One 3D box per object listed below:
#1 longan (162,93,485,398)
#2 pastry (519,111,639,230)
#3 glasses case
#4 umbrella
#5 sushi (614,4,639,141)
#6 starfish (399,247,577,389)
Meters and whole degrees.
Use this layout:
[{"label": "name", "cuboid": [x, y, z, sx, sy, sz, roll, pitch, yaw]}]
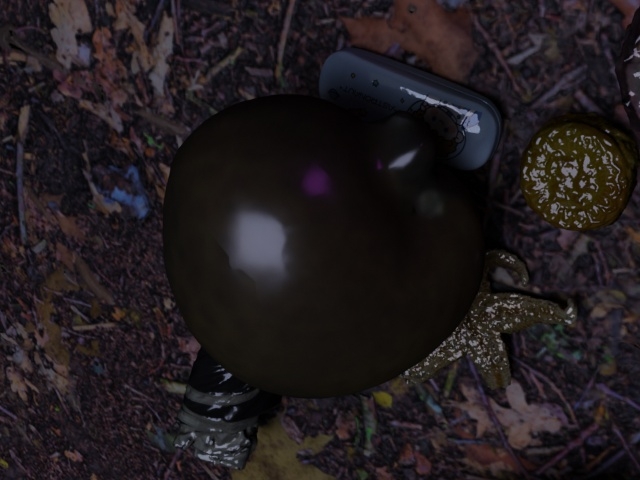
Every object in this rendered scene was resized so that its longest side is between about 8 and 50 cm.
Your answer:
[{"label": "longan", "cuboid": [0.000, 0.000, 0.828, 0.300, 0.243, 0.300, -7, 137, -7]}, {"label": "pastry", "cuboid": [0.216, -0.056, 0.791, 0.109, 0.057, 0.097, -21, 100, 37]}, {"label": "glasses case", "cuboid": [0.079, -0.120, 0.854, 0.178, 0.045, 0.067, 25, 126, 20]}, {"label": "umbrella", "cuboid": [-0.079, 0.097, 1.055, 0.113, 0.106, 0.358, 23, 117, 10]}, {"label": "sushi", "cuboid": [0.325, -0.140, 0.643, 0.241, 0.107, 0.161, -19, 104, 32]}, {"label": "starfish", "cuboid": [0.149, 0.084, 0.911, 0.209, 0.053, 0.150, -12, 111, 35]}]
